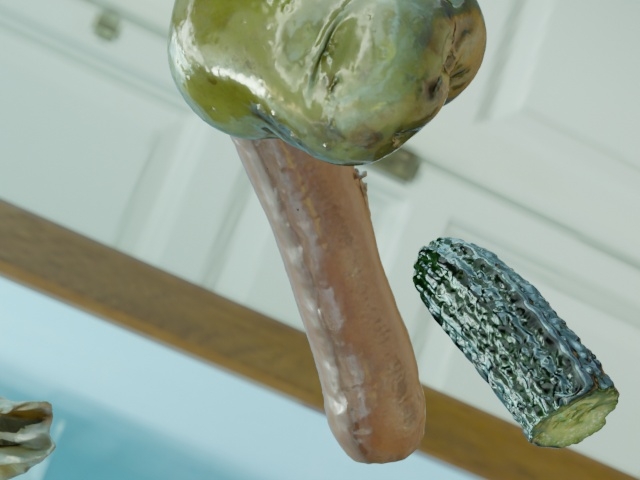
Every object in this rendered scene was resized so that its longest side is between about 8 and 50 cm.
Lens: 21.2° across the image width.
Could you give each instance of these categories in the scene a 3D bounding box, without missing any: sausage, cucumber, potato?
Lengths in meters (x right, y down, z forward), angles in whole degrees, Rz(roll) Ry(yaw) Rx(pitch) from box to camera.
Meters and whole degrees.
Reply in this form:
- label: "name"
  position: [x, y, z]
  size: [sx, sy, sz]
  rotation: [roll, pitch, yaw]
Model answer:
- label: "sausage"
  position: [0.000, 0.000, 1.399]
  size: [0.094, 0.419, 0.094]
  rotation: [-33, 26, -29]
- label: "cucumber"
  position: [0.132, 0.062, 1.228]
  size: [0.077, 0.077, 0.265]
  rotation: [-61, 33, 18]
- label: "potato"
  position: [0.002, -0.128, 1.080]
  size: [0.154, 0.200, 0.137]
  rotation: [-25, -53, -56]

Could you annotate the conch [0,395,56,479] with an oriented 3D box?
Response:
- label: "conch"
  position: [-0.327, 0.075, 1.192]
  size: [0.324, 0.263, 0.186]
  rotation: [-5, 58, 22]
